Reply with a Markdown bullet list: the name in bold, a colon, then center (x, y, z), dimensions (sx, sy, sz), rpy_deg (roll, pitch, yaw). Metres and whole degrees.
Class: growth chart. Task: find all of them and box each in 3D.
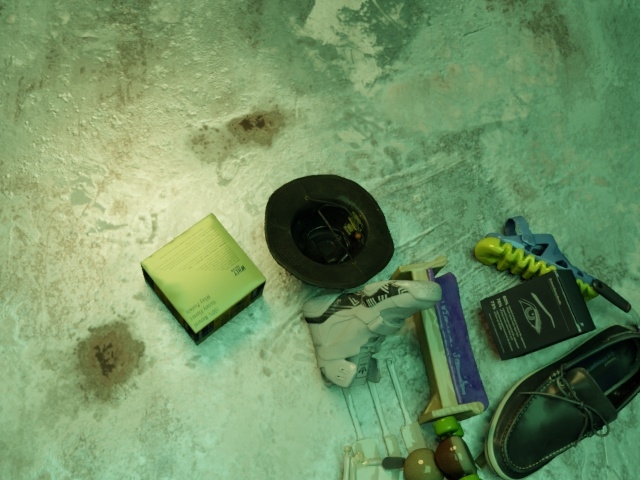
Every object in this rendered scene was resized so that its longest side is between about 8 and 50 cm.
- **growth chart**: center (0.154, 0.548, 1.652), dimensions (0.237, 0.021, 0.171), rpy_deg (12, 69, -4)

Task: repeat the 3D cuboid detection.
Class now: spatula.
- **spatula**: center (0.135, 0.400, 1.751), dimensions (0.168, 0.019, 0.242), rpy_deg (-14, 74, -11)
- **spatula**: center (0.752, 0.177, 1.860), dimensions (0.296, 0.030, 0.084), rpy_deg (37, 68, -23)

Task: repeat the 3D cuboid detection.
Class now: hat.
- **hat**: center (0.000, 0.000, 1.800), dimensions (0.331, 0.134, 0.331), rpy_deg (13, 56, -20)

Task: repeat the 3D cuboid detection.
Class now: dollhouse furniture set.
- **dollhouse furniture set**: center (0.346, 0.484, 1.718), dimensions (0.114, 0.081, 0.091), rpy_deg (-41, 81, -18)

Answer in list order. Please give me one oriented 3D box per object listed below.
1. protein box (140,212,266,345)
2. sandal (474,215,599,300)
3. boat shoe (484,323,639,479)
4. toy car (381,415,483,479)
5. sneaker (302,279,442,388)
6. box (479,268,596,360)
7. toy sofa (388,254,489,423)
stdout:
- **protein box**: center (-0.263, 0.089, 1.738), dimensions (0.200, 0.136, 0.201), rpy_deg (-37, 80, -18)
- **sandal**: center (0.544, 0.040, 1.876), dimensions (0.317, 0.126, 0.138), rpy_deg (29, 66, 1)
- **boat shoe**: center (0.574, 0.358, 1.742), dimensions (0.500, 0.156, 0.186), rpy_deg (-33, 91, -17)
- **toy car**: center (0.231, 0.485, 1.632), dimensions (0.188, 0.149, 0.155), rpy_deg (-23, 61, 8)
- **sneaker**: center (0.118, 0.205, 1.672), dimensions (0.137, 0.366, 0.210), rpy_deg (3, 76, -48)
- **box**: center (0.498, 0.172, 1.770), dimensions (0.108, 0.207, 0.153), rpy_deg (3, 65, -52)
- **toy sofa**: center (0.282, 0.226, 1.756), dimensions (0.177, 0.150, 0.362), rpy_deg (-8, 72, -9)
